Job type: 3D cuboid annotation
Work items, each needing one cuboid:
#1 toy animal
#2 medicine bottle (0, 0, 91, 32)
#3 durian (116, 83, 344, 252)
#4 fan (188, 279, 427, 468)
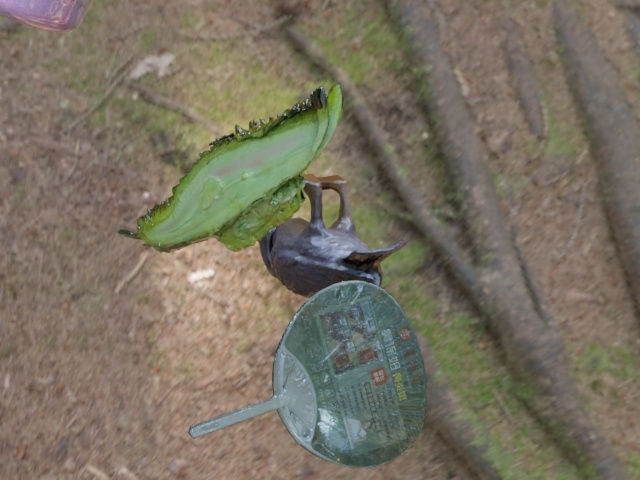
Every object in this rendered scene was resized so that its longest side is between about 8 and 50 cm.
[{"bbox_3d":[0.000,0.000,1.774,0.122,0.298,0.185,-4,112,-43],"label":"toy animal"},{"bbox_3d":[-0.220,-0.309,0.992,0.152,0.152,0.255,22,102,-8],"label":"medicine bottle"},{"bbox_3d":[-0.087,-0.062,1.309,0.106,0.375,0.132,-8,72,-46],"label":"durian"},{"bbox_3d":[0.003,0.150,1.466,0.294,0.012,0.223,15,82,-22],"label":"fan"}]
